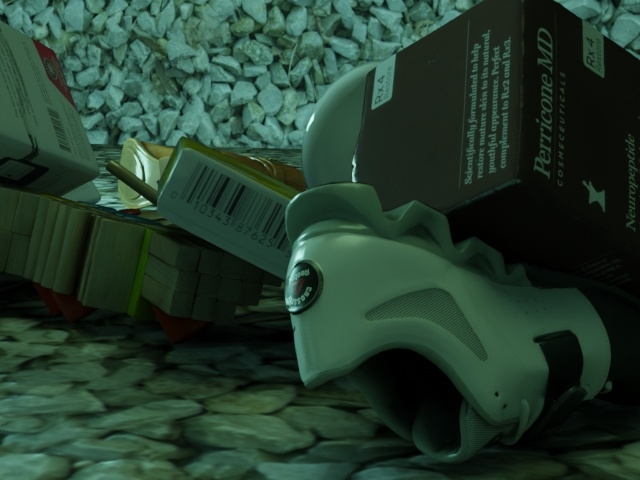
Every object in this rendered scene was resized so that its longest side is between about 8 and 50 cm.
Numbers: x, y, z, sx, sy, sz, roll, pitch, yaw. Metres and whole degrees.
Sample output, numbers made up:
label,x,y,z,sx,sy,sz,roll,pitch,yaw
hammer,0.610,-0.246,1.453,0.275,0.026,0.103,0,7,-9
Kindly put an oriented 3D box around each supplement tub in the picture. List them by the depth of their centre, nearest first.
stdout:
label,x,y,z,sx,sy,sz,roll,pitch,yaw
supplement tub,0.124,-0.094,1.319,0.194,0.193,0.316,3,6,23

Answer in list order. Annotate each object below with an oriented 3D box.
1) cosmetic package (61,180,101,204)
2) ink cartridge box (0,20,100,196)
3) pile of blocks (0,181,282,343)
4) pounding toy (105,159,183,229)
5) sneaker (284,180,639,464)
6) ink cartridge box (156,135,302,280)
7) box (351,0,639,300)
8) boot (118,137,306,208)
label,x,y,z,sx,sy,sz,roll,pitch,yaw
cosmetic package,-0.445,-0.085,1.417,0.162,0.230,0.453,-28,2,12
ink cartridge box,-0.355,-0.144,1.297,0.100,0.172,0.237,-27,-15,13
pile of blocks,-0.194,0.033,1.186,0.362,0.112,0.149,17,5,38
pounding toy,-0.199,-0.024,1.370,0.270,0.154,0.154,4,13,27
sneaker,0.112,0.087,0.810,0.331,0.146,0.122,20,-31,-27
ink cartridge box,0.000,0.000,1.089,0.304,0.072,0.307,26,6,-10
box,0.152,-0.045,0.887,0.203,0.168,0.167,26,-33,-32
boot,-0.171,-0.099,1.855,0.220,0.109,0.283,2,-1,-32
